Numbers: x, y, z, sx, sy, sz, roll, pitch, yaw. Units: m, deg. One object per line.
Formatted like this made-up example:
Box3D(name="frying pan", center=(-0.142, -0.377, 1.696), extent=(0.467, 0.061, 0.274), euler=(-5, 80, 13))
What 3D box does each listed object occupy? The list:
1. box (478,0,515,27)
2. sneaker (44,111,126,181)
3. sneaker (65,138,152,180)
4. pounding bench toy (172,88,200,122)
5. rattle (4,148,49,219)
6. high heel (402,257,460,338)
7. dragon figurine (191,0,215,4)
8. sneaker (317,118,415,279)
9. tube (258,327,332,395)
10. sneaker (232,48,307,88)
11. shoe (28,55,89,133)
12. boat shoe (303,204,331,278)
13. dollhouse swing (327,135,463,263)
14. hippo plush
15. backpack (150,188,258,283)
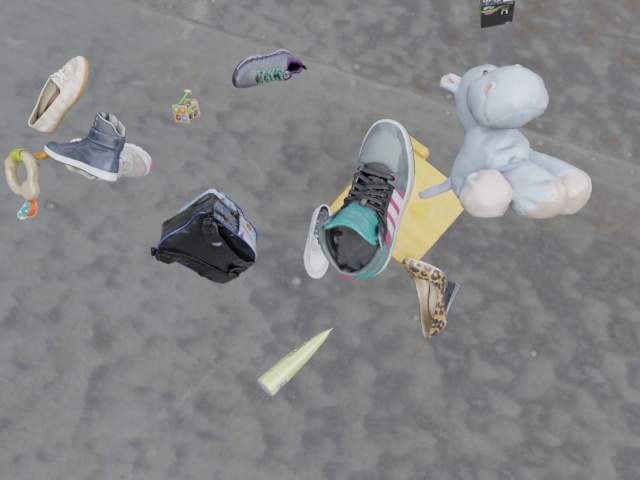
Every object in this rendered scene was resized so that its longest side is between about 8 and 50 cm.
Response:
Box3D(name="box", center=(0.335, -0.452, 1.182), extent=(0.062, 0.083, 0.052), euler=(-4, 80, 12))
Box3D(name="sneaker", center=(-0.606, -0.265, 1.615), extent=(0.226, 0.164, 0.086), euler=(20, 13, 14))
Box3D(name="sneaker", center=(-0.607, -0.214, 1.761), extent=(0.252, 0.103, 0.111), euler=(4, 33, -3))
Box3D(name="pounding bench toy", center=(-0.399, -0.394, 1.821), extent=(0.052, 0.083, 0.065), euler=(10, 35, 25))
Box3D(name="rattle", center=(-0.803, -0.159, 1.765), extent=(0.130, 0.142, 0.200), euler=(-29, 83, 14))
Box3D(name="high heel", center=(0.290, 0.167, 1.770), extent=(0.261, 0.093, 0.186), euler=(32, 82, -37))
Box3D(name="dragon figurine", center=(-0.288, -0.658, 1.439), extent=(0.085, 0.289, 0.144), euler=(-11, 54, -7))
Box3D(name="sneaker", center=(0.076, -0.060, 1.075), extent=(0.123, 0.296, 0.178), euler=(13, 16, 19))
Box3D(name="tube", center=(-0.065, 0.322, 1.697), extent=(0.240, 0.062, 0.070), euler=(-39, 37, -23))
Box3D(name="sneaker", center=(-0.142, -0.477, 1.743), extent=(0.098, 0.083, 0.223), euler=(33, 51, 30))
Box3D(name="shoe", center=(-0.637, -0.356, 1.511), extent=(0.076, 0.219, 0.058), euler=(43, 14, 25))
Box3D(name="boat shoe", center=(0.000, 0.000, 1.535), extent=(0.066, 0.063, 0.184), euler=(13, 76, -1))
Box3D(name="dollhouse swing", center=(0.230, -0.109, 1.974), extent=(0.305, 0.315, 0.347), euler=(43, 82, -4))
Box3D(name="hippo plush", center=(0.316, -0.170, 1.023), extent=(0.234, 0.294, 0.237), euler=(-1, 100, -6))
Box3D(name="backpack", center=(-0.325, -0.004, 1.884), extent=(0.263, 0.276, 0.213), euler=(44, 34, -29))
